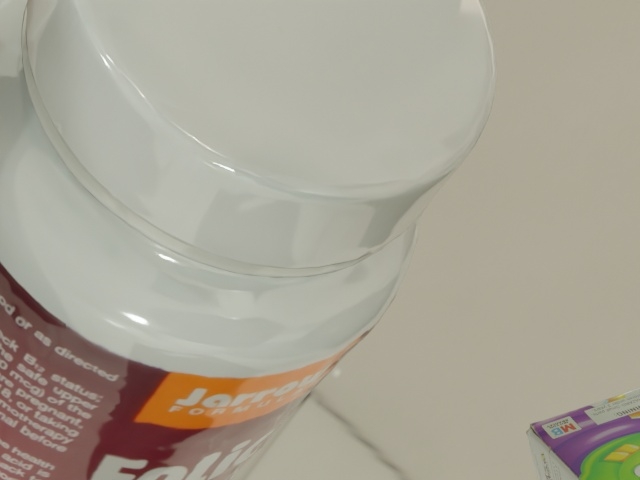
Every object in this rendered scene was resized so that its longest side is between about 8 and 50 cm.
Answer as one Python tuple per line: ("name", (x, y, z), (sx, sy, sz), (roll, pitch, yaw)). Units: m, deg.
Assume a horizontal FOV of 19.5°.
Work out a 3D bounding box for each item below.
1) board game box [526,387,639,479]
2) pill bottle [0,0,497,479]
("board game box", (0.225, 0.177, 0.927), (0.142, 0.275, 0.144), (-18, 107, -8))
("pill bottle", (-0.088, 0.000, 0.889), (0.224, 0.224, 0.392), (41, 141, 1))
